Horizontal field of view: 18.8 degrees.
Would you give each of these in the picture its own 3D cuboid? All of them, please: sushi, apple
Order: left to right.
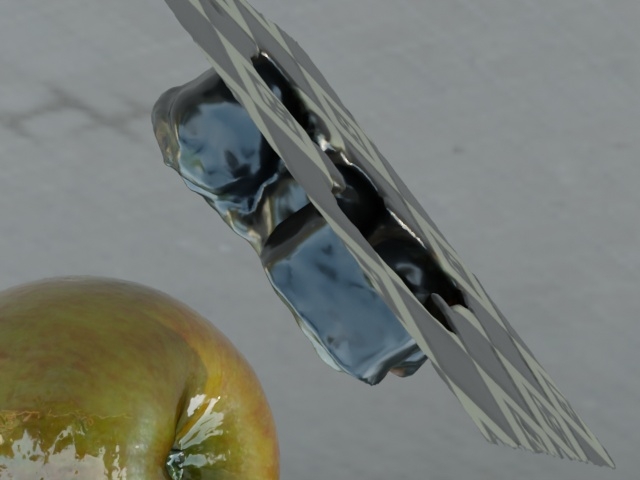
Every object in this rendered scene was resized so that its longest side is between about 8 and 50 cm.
[{"bbox_3d":[-0.149,0.147,1.264,0.264,0.264,0.264,5,157,2],"label":"apple"},{"bbox_3d":[0.000,0.000,0.657,0.047,0.220,0.231,-39,163,9],"label":"sushi"}]
